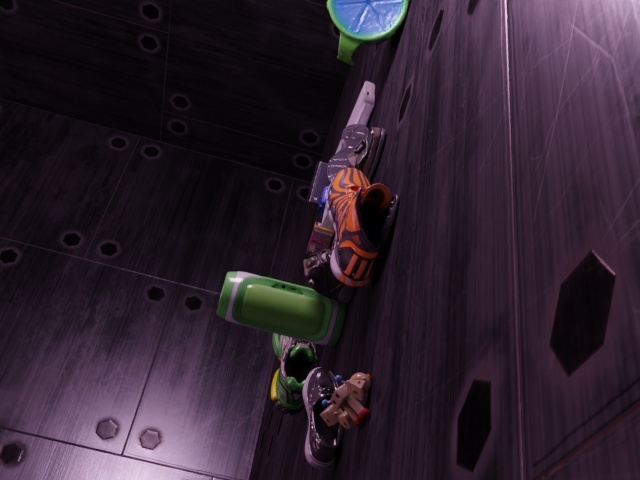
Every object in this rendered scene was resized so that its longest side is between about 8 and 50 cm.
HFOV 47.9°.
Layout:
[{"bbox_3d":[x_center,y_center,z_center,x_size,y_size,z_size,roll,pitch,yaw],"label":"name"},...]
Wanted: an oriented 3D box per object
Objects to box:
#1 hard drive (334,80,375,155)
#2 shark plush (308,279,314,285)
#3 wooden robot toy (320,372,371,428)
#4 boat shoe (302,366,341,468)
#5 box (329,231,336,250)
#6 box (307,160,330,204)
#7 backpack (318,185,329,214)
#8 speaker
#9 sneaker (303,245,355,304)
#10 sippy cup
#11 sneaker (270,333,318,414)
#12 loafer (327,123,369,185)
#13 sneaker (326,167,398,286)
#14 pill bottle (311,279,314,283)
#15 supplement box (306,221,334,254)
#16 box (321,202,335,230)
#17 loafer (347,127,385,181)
[{"bbox_3d":[0.109,-0.358,2.420,0.203,0.040,0.307,-82,13,-56],"label":"hard drive"},{"bbox_3d":[0.004,0.126,2.211,0.161,0.073,0.067,-98,-7,-66],"label":"shark plush"},{"bbox_3d":[0.061,0.261,1.210,0.079,0.076,0.173,-35,-21,-34],"label":"wooden robot toy"},{"bbox_3d":[0.008,0.328,1.404,0.228,0.080,0.076,-83,15,-51],"label":"boat shoe"},{"bbox_3d":[0.041,0.065,1.914,0.232,0.059,0.183,-87,13,-70],"label":"box"},{"bbox_3d":[0.024,-0.205,2.645,0.207,0.108,0.153,-112,37,-81],"label":"box"},{"bbox_3d":[0.051,-0.116,2.125,0.120,0.101,0.097,118,160,-59],"label":"backpack"},{"bbox_3d":[-0.093,0.163,1.738,0.131,0.297,0.131,-165,90,-85],"label":"speaker"},{"bbox_3d":[0.036,0.037,1.657,0.087,0.130,0.227,-86,14,-58],"label":"sneaker"},{"bbox_3d":[0.148,-0.692,2.168,0.240,0.306,0.224,61,-173,0],"label":"sippy cup"},{"bbox_3d":[-0.055,0.309,2.027,0.146,0.134,0.343,119,158,-44],"label":"sneaker"},{"bbox_3d":[0.092,-0.227,2.114,0.302,0.109,0.095,-72,-19,-46],"label":"loafer"},{"bbox_3d":[0.096,-0.073,1.490,0.180,0.125,0.321,115,159,-44],"label":"sneaker"},{"bbox_3d":[0.011,0.070,2.136,0.137,0.078,0.078,-82,8,-54],"label":"pill bottle"},{"bbox_3d":[0.000,0.000,1.904,0.043,0.055,0.083,-88,17,-73],"label":"supplement box"},{"bbox_3d":[0.065,-0.078,1.821,0.101,0.102,0.087,117,165,-63],"label":"box"},{"bbox_3d":[0.096,-0.187,1.900,0.096,0.084,0.267,-80,7,-48],"label":"loafer"}]
